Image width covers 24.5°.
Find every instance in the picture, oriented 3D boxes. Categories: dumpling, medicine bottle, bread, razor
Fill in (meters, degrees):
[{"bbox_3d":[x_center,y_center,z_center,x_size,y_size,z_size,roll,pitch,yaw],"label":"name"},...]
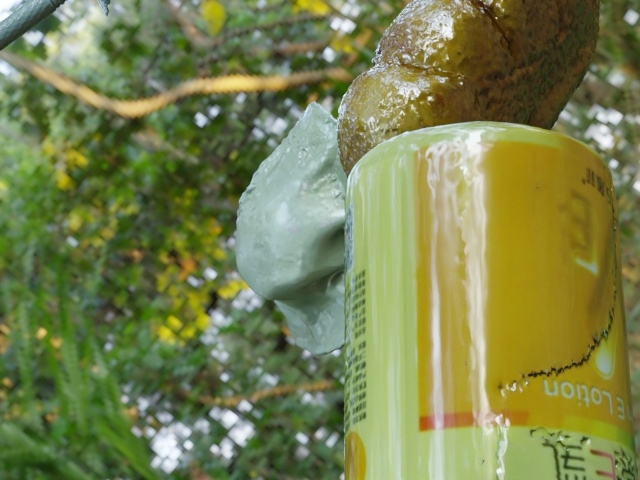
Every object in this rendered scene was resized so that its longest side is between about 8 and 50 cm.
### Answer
[{"bbox_3d":[-0.015,-0.002,1.192,0.152,0.108,0.219,-99,9,-65],"label":"dumpling"},{"bbox_3d":[0.068,0.078,0.590,0.124,0.124,0.238,85,-176,-66],"label":"medicine bottle"},{"bbox_3d":[0.108,-0.127,0.897,0.344,0.084,0.124,-54,-41,-42],"label":"bread"},{"bbox_3d":[-0.329,-0.217,1.550,0.232,0.106,0.068,-36,-60,2],"label":"razor"}]
